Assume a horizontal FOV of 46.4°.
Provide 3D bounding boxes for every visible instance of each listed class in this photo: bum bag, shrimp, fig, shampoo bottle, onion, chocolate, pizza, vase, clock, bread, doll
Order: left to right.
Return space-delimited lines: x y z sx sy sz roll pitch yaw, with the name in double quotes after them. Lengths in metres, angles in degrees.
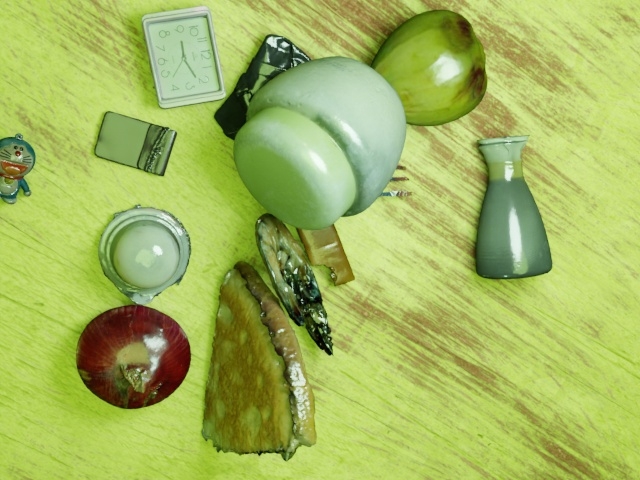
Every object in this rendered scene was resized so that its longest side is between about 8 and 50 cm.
-0.643 -0.152 1.549 0.114 0.085 0.151 14 107 -35 "doll"
-0.403 0.254 1.627 0.248 0.161 0.247 4 80 -22 "onion"
-0.399 -0.209 1.611 0.160 0.026 0.109 15 97 -12 "bum bag"
-0.376 0.039 1.594 0.222 0.147 0.221 -2 104 -10 "chocolate"
-0.290 -0.386 1.582 0.150 0.063 0.197 -11 101 -9 "clock"
-0.122 0.297 1.572 0.080 0.392 0.434 0 104 -34 "pizza"
-0.125 -0.323 1.623 0.123 0.060 0.248 31 94 -17 "bum bag"
-0.056 0.112 1.625 0.071 0.233 0.364 -20 103 13 "shrimp"
0.000 0.000 1.703 0.088 0.049 0.226 -22 102 -8 "bread"
0.005 -0.204 1.522 0.322 0.322 0.317 47 60 -13 "shampoo bottle"
0.219 -0.360 1.600 0.271 0.239 0.239 -14 102 10 "fig"
0.432 -0.079 1.719 0.174 0.173 0.320 -7 93 -9 "vase"

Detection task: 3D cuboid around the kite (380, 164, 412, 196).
0.088 -0.135 1.691 0.245 0.015 0.141 -2 72 -15 "kite"
